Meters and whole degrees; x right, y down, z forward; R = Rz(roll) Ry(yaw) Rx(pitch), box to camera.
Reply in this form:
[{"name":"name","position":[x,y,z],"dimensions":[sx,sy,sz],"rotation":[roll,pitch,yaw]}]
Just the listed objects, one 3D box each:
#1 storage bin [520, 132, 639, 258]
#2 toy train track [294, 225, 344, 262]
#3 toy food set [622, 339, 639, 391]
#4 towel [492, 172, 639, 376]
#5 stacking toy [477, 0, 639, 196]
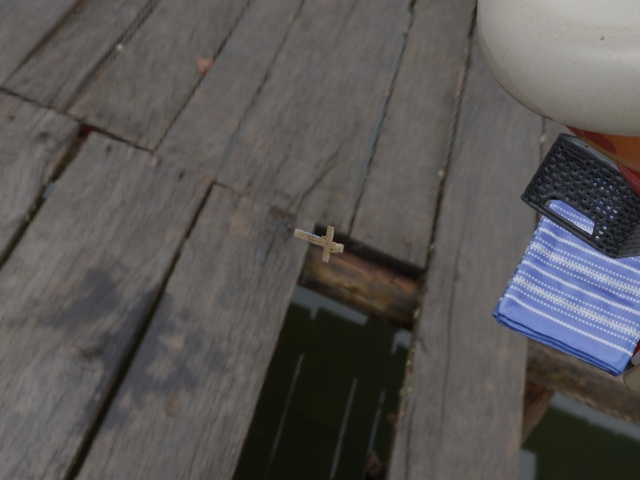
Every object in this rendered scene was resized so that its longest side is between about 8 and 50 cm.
[{"name":"storage bin","position":[0.313,-0.049,1.116],"dimensions":[0.122,0.084,0.180],"rotation":[37,18,24]},{"name":"toy train track","position":[0.000,0.000,1.342],"dimensions":[0.083,0.048,0.014],"rotation":[19,15,37]},{"name":"toy food set","position":[0.603,0.196,1.869],"dimensions":[0.111,0.104,0.232],"rotation":[29,36,-22]},{"name":"towel","position":[0.477,0.047,1.779],"dimensions":[0.243,0.040,0.336],"rotation":[24,73,17]},{"name":"stacking toy","position":[0.354,-0.065,0.705],"dimensions":[0.480,0.350,0.351],"rotation":[51,24,-34]}]
